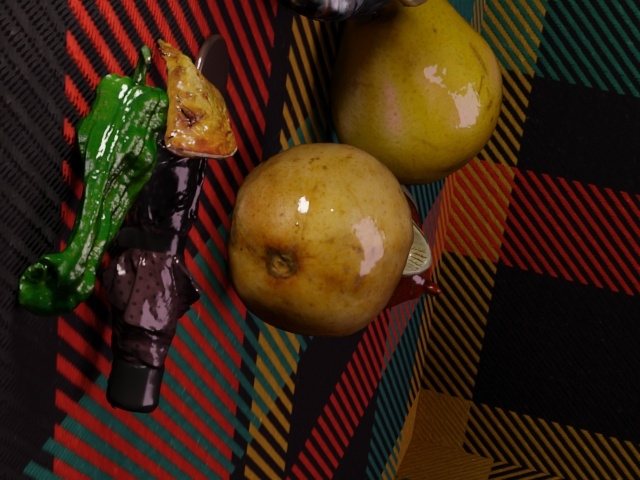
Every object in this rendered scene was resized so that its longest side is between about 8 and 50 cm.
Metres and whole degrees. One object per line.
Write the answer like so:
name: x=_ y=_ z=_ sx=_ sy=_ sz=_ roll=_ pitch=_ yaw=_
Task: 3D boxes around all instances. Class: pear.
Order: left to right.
pear: x=0.129 y=-0.245 z=2.308 sx=0.336 sy=0.285 sz=0.285 roll=58 pitch=33 yaw=-20

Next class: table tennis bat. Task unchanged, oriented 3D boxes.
table tennis bat: x=-0.076 y=-0.148 z=1.719 sx=0.170 sy=0.119 sz=0.107 roll=87 pitch=20 yaw=-49

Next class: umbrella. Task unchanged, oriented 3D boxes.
umbrella: x=-0.172 y=0.019 z=1.538 sx=0.090 sy=0.094 sz=0.326 roll=21 pitch=-78 yaw=57

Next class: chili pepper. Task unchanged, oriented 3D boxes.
chili pepper: x=-0.198 y=-0.049 z=1.365 sx=0.100 sy=0.074 sz=0.257 roll=50 pitch=53 yaw=-65

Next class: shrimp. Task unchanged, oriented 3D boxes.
shrimp: x=0.049 y=-0.377 z=1.980 sx=0.172 sy=0.137 sz=0.372 roll=-64 pitch=175 yaw=31

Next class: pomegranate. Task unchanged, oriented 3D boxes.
pomegranate: x=0.000 y=0.000 z=1.961 sx=0.260 sy=0.260 sz=0.260 roll=14 pitch=90 yaw=-78

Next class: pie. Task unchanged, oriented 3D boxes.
pie: x=-0.117 y=-0.130 z=1.477 sx=0.033 sy=0.088 sz=0.191 roll=-41 pitch=-145 yaw=23

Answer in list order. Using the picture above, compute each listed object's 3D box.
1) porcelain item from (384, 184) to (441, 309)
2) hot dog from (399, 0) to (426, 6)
porcelain item: x=0.092 y=0.024 z=2.404 sx=0.253 sy=0.253 sz=0.253 roll=14 pitch=90 yaw=-78
hot dog: x=0.071 y=-0.428 z=1.884 sx=0.083 sy=0.068 sz=0.289 roll=-35 pitch=102 yaw=-53
